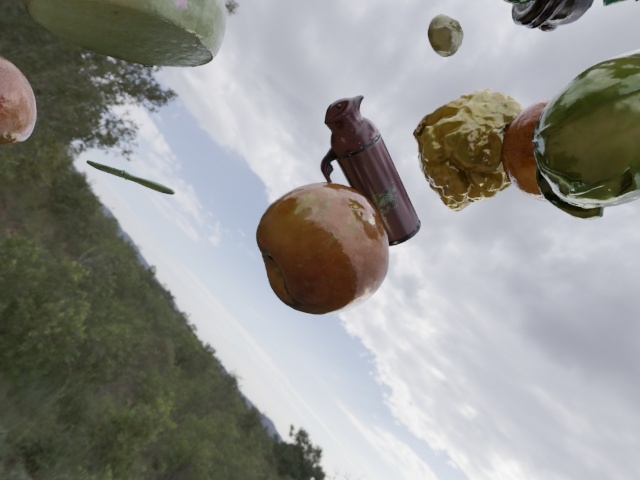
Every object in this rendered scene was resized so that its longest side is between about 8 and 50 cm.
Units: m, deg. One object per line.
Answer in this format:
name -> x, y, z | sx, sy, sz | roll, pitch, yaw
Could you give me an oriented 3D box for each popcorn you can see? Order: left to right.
popcorn -> 0.451, -0.253, 1.345 | 0.349, 0.349, 0.381 | 44, -12, 22

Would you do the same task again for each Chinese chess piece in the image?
Chinese chess piece -> -0.352, -0.443, 0.835 | 0.349, 0.349, 0.146 | 13, -83, 60

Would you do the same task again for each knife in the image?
knife -> -0.476, -0.159, 1.121 | 0.293, 0.020, 0.043 | 19, -16, 23

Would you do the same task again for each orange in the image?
orange -> 0.536, -0.207, 1.031 | 0.240, 0.240, 0.240 | 44, -22, 23

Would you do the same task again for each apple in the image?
apple -> -0.918, -0.381, 1.180 | 0.301, 0.301, 0.301 | 44, -22, 23
apple -> -0.002, 0.020, 0.834 | 0.253, 0.253, 0.253 | 44, -22, 23

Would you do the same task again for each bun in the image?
bun -> 0.262, -0.422, 0.923 | 0.055, 0.086, 0.086 | -4, -58, 49

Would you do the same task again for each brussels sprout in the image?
brussels sprout -> 0.473, -0.156, 0.720 | 0.294, 0.259, 0.227 | -46, -120, 36

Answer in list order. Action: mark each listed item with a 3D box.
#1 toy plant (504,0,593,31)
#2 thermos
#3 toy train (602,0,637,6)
toy plant -> 0.430, -0.540, 0.922 | 0.235, 0.218, 0.175 | 14, -49, -9
thermos -> 0.094, -0.146, 0.975 | 0.136, 0.109, 0.330 | -12, -59, 34
toy train -> 0.555, -0.472, 0.639 | 0.298, 0.120, 0.194 | -4, -22, 30
